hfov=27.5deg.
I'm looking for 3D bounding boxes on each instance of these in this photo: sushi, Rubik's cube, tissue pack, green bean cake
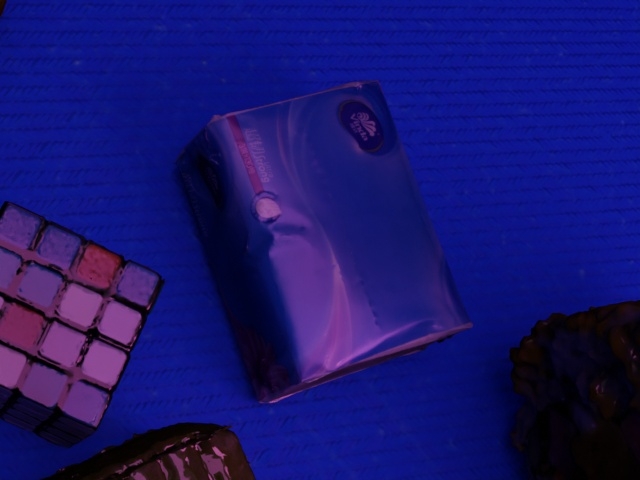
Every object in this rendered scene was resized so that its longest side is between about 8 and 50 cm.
[{"bbox_3d":[0.345,0.224,1.205,0.240,0.396,0.351,-4,84,-21],"label":"sushi"},{"bbox_3d":[-0.248,0.080,1.153,0.154,0.155,0.151,26,67,-11],"label":"Rubik's cube"},{"bbox_3d":[0.000,0.000,1.275,0.198,0.146,0.263,-16,81,-25],"label":"tissue pack"},{"bbox_3d":[-0.171,0.236,1.114,0.214,0.200,0.113,-22,92,-28],"label":"green bean cake"}]

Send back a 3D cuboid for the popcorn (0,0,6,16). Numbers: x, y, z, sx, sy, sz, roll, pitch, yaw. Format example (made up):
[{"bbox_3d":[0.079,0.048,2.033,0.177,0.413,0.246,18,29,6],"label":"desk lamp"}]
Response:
[{"bbox_3d":[-0.384,-0.262,1.150,0.225,0.276,0.276,-15,80,-19],"label":"popcorn"}]
